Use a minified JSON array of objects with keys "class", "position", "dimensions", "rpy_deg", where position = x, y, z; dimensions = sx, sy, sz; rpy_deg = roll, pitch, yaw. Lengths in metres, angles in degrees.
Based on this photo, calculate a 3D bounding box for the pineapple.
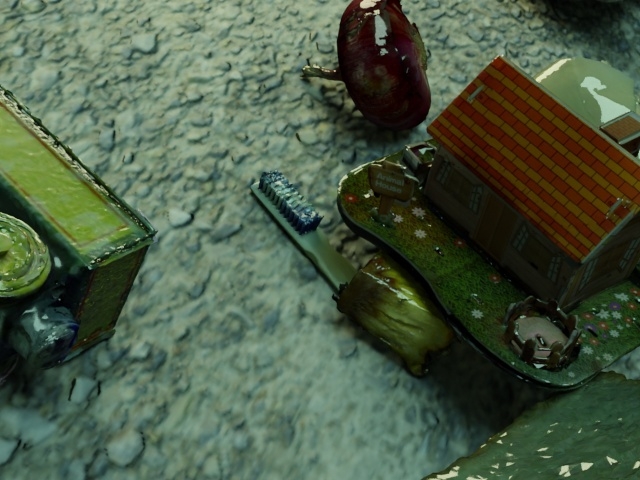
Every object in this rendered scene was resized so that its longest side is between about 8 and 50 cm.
[{"class":"pineapple","position":[0.066,0.047,1.023],"dimensions":[0.116,0.069,0.137],"rpy_deg":[9,41,-28]}]

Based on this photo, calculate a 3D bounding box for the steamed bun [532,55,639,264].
[{"class":"steamed bun","position":[0.287,-0.081,1.162],"dimensions":[0.200,0.170,0.225],"rpy_deg":[-22,61,-39]}]

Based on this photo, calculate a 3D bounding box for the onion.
[{"class":"onion","position":[0.042,-0.180,1.208],"dimensions":[0.140,0.150,0.150],"rpy_deg":[-14,43,18]}]

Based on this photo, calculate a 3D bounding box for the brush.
[{"class":"brush","position":[0.000,0.001,1.069],"dimensions":[0.033,0.030,0.178],"rpy_deg":[-15,56,-45]}]

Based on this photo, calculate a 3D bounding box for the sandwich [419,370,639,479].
[{"class":"sandwich","position":[0.244,0.205,0.794],"dimensions":[0.262,0.131,0.325],"rpy_deg":[-23,18,-35]}]

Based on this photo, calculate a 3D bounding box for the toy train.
[{"class":"toy train","position":[-0.264,-0.005,0.895],"dimensions":[0.261,0.134,0.177],"rpy_deg":[42,39,16]}]

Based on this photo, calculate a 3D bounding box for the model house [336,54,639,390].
[{"class":"model house","position":[0.172,-0.039,0.980],"dimensions":[0.207,0.154,0.294],"rpy_deg":[-21,52,-34]}]
